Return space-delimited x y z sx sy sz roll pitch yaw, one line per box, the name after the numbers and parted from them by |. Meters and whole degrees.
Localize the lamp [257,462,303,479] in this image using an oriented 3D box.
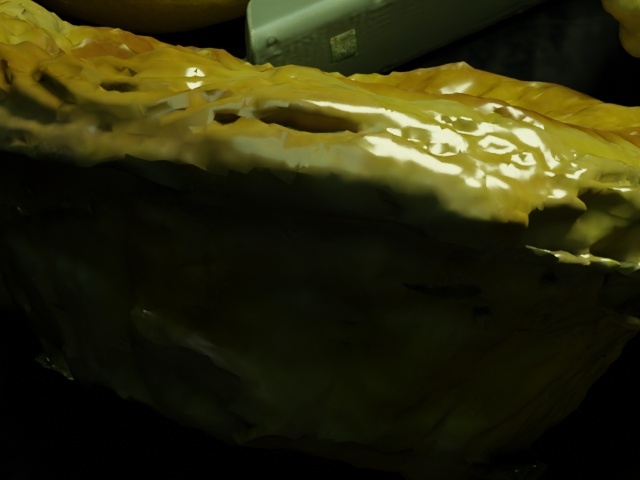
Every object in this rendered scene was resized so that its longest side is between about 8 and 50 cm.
0.089 0.156 0.672 0.253 0.118 0.118 29 61 29 | lamp

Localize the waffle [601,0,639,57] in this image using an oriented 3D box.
0.281 -0.107 0.831 0.302 0.068 0.325 20 44 18 | waffle

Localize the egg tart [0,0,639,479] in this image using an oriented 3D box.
0.000 0.000 0.723 0.352 0.352 0.150 10 95 15 | egg tart

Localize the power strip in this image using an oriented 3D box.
0.053 -0.114 0.906 0.252 0.060 0.027 -24 55 -11 | power strip

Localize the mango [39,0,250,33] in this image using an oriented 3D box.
-0.066 -0.141 0.941 0.187 0.066 0.101 -1 45 0 | mango
